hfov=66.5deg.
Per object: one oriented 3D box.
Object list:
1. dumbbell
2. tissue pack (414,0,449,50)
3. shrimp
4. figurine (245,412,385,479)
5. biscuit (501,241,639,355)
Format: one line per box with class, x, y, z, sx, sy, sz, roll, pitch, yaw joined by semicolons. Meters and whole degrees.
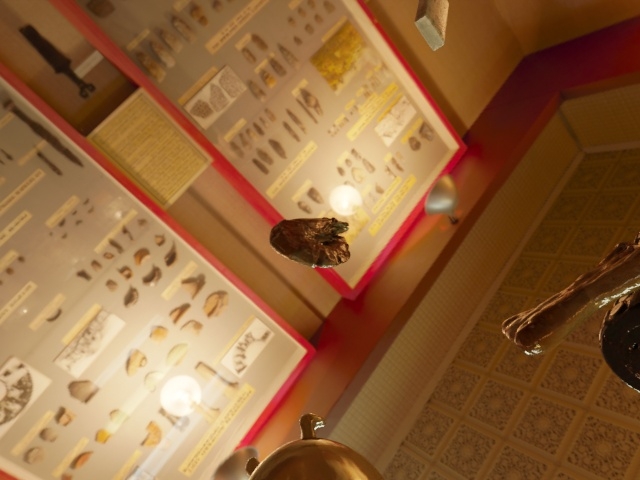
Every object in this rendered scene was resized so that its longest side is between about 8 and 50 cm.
dumbbell;0.542;0.082;0.718;0.185;0.185;0.388;-15;-160;49
tissue pack;0.163;-0.331;0.710;0.023;0.056;0.108;-18;-134;38
shrimp;0.000;0.000;0.629;0.190;0.101;0.042;-27;141;-65
figurine;0.039;0.248;0.248;0.226;0.274;0.394;-45;-141;3
biscuit;0.322;0.069;0.596;0.208;0.047;0.164;-37;166;9
